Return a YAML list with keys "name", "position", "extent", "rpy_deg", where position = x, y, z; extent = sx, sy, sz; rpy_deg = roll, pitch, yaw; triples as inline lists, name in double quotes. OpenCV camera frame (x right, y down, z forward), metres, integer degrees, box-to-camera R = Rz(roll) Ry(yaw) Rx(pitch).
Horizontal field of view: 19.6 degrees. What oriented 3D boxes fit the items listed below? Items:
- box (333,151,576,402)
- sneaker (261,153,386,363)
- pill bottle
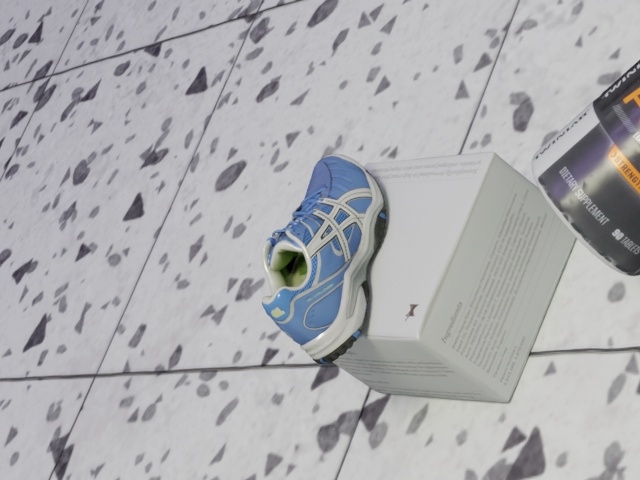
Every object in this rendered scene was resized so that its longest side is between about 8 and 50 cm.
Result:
- name: "box"
  position: [0.098, 0.032, 1.596]
  extent: [0.181, 0.119, 0.182]
  rpy_deg: [-1, 59, 53]
- name: "sneaker"
  position: [0.000, 0.000, 1.563]
  extent: [0.080, 0.081, 0.211]
  rpy_deg: [-34, 34, 34]
- name: "pill bottle"
  position: [0.293, -0.095, 1.438]
  extent: [0.245, 0.130, 0.130]
  rpy_deg: [-43, 32, 19]
